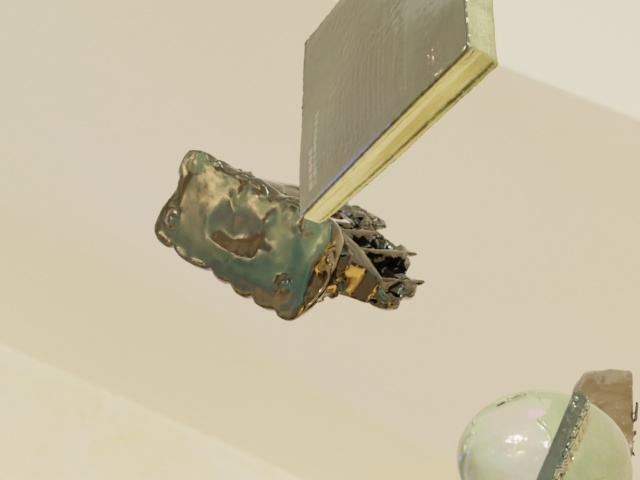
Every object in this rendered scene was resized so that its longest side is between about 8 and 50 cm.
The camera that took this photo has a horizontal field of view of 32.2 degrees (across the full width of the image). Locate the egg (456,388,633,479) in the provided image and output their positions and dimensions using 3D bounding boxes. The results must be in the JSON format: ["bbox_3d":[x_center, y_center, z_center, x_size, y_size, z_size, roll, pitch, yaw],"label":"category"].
[{"bbox_3d":[0.263,0.273,1.349,0.217,0.183,0.183,6,-43,-21],"label":"egg"}]

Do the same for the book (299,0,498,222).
[{"bbox_3d":[0.042,-0.125,0.722,0.024,0.160,0.228,12,-28,-22],"label":"book"}]

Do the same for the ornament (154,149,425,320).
[{"bbox_3d":[0.000,0.000,1.112,0.251,0.260,0.106,31,-75,40],"label":"ornament"}]

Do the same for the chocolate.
[{"bbox_3d":[0.404,0.286,1.596,0.093,0.214,0.148,6,-63,11],"label":"chocolate"}]

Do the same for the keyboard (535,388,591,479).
[{"bbox_3d":[0.159,0.196,0.807,0.014,0.176,0.055,20,-20,24],"label":"keyboard"}]
